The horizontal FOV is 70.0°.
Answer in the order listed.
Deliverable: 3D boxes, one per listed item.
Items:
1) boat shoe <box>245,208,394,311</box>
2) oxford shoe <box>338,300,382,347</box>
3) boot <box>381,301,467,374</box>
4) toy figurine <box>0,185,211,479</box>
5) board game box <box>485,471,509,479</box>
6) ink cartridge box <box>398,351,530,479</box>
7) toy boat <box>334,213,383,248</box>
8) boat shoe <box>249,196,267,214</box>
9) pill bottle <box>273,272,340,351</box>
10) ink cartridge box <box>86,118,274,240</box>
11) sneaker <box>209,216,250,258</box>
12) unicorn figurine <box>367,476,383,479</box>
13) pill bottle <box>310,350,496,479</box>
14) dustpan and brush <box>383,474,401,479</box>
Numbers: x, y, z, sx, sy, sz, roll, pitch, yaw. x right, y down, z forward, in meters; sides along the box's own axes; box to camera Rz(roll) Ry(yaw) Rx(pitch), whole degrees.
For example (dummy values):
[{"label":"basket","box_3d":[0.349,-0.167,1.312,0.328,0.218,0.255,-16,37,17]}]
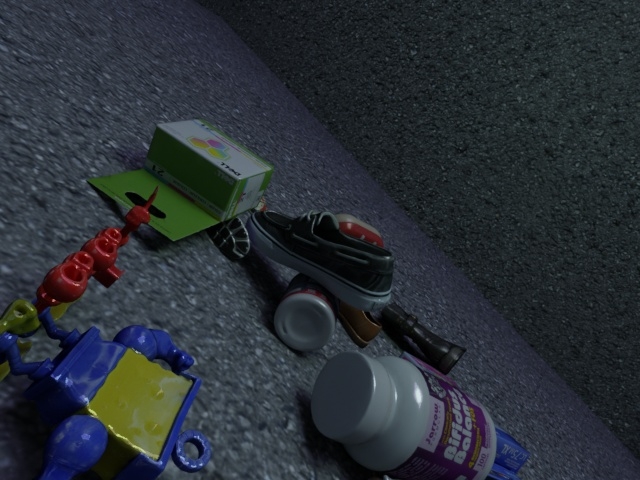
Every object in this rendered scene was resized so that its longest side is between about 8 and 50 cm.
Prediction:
[{"label":"boat shoe","box_3d":[0.000,0.000,0.838,0.335,0.119,0.121,28,23,30]},{"label":"oxford shoe","box_3d":[0.060,0.134,1.034,0.212,0.076,0.076,49,20,16]},{"label":"boot","box_3d":[0.267,0.247,1.214,0.229,0.091,0.263,38,-2,22]},{"label":"toy figurine","box_3d":[-0.169,0.137,0.376,0.217,0.191,0.363,45,19,-16]},{"label":"board game box","box_3d":[0.349,0.514,0.893,0.160,0.047,0.210,43,18,-4]},{"label":"ink cartridge box","box_3d":[0.295,0.363,0.943,0.185,0.065,0.311,34,6,-30]},{"label":"toy boat","box_3d":[0.074,0.031,1.229,0.231,0.150,0.151,23,59,-48]},{"label":"boat shoe","box_3d":[-0.156,-0.094,1.096,0.137,0.043,0.049,46,16,-2]},{"label":"pill bottle","box_3d":[-0.017,0.115,0.855,0.108,0.108,0.180,43,18,-7]},{"label":"ink cartridge box","box_3d":[-0.226,-0.115,0.791,0.188,0.097,0.255,34,26,9]},{"label":"sneaker","box_3d":[-0.180,-0.037,0.894,0.170,0.068,0.071,54,14,25]},{"label":"unicorn figurine","box_3d":[0.127,0.396,0.644,0.162,0.060,0.111,49,18,12]},{"label":"pill bottle","box_3d":[0.133,0.284,0.724,0.301,0.169,0.169,33,22,-33]},{"label":"dustpan and brush","box_3d":[0.165,0.373,0.610,0.211,0.060,0.147,52,-3,-9]}]
